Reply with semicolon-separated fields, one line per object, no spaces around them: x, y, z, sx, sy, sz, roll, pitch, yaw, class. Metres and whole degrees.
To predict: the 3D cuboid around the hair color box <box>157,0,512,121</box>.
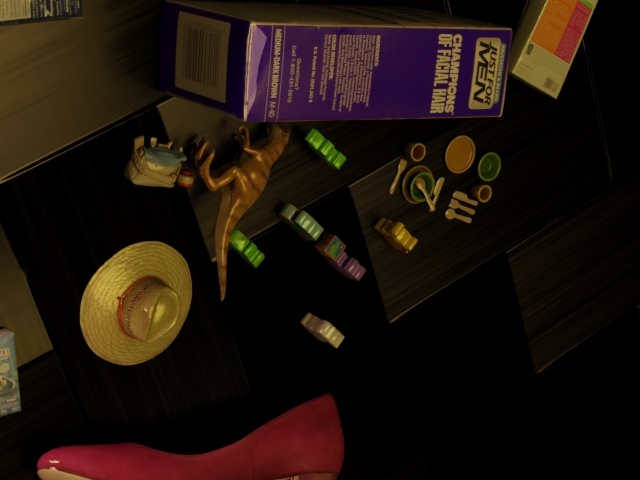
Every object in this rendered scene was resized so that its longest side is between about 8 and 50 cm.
0.017;-0.193;1.580;0.339;0.185;0.110;-6;108;-34;hair color box

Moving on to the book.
0.292;-0.261;1.852;0.096;0.035;0.144;23;91;-41;book

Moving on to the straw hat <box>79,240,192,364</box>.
-0.185;0.076;1.598;0.144;0.061;0.144;-12;111;-33;straw hat

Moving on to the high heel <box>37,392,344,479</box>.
-0.141;0.231;1.679;0.377;0.127;0.181;19;64;-34;high heel

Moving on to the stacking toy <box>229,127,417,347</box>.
0.000;0.000;1.718;0.167;0.052;0.221;-52;125;-13;stacking toy

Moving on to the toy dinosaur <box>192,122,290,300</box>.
-0.092;-0.054;1.599;0.112;0.064;0.211;34;70;-24;toy dinosaur

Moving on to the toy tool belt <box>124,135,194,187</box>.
-0.166;-0.084;1.568;0.083;0.052;0.051;3;111;-37;toy tool belt

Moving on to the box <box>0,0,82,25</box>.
-0.338;-0.268;1.397;0.225;0.036;0.136;-12;111;-34;box

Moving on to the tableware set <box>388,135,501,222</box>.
0.159;-0.082;1.818;0.154;0.024;0.104;20;92;-37;tableware set

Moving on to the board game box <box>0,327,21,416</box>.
-0.358;0.144;1.522;0.090;0.020;0.090;-14;111;-32;board game box
